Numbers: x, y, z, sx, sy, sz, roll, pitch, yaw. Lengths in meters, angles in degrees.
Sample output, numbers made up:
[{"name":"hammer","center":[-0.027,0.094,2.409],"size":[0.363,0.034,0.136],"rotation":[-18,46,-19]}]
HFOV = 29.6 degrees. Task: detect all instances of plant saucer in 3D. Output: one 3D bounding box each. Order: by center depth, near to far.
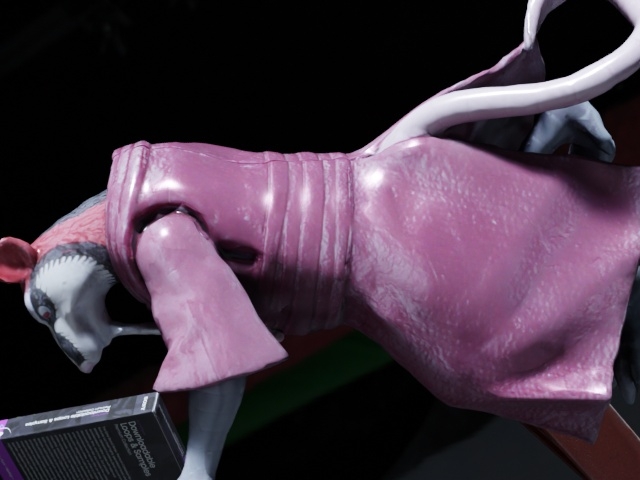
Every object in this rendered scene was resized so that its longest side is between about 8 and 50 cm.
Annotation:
[{"name":"plant saucer","center":[0.149,0.098,0.958],"size":[0.048,0.259,0.258],"rotation":[-45,-60,-3]}]

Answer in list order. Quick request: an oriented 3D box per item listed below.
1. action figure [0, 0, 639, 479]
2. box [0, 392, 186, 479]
[{"name":"action figure","center":[0.000,0.000,0.652],"size":[0.370,0.248,0.276],"rotation":[2,-62,-10]},{"name":"box","center":[-0.191,0.188,1.011],"size":[0.162,0.029,0.116],"rotation":[-10,-56,13]}]
